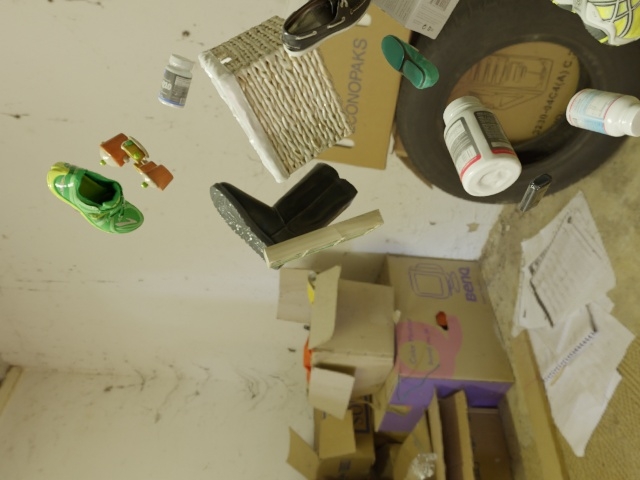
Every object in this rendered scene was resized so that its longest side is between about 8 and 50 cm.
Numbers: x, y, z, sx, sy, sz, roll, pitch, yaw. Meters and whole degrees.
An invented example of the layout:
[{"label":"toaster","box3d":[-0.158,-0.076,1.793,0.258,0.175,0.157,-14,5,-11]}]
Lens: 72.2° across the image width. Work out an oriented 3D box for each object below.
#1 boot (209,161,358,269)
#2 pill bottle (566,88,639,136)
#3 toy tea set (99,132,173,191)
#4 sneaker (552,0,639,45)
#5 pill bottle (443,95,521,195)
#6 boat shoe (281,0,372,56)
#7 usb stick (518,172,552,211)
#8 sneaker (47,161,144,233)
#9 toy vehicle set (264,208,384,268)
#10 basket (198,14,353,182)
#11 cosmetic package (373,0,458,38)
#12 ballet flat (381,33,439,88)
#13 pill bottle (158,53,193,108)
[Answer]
[{"label":"boot","box3d":[-0.120,-0.163,1.587,0.445,0.367,0.146,-43,6,-28]},{"label":"pill bottle","box3d":[0.640,-0.281,0.972,0.160,0.087,0.087,-127,36,-57]},{"label":"toy tea set","box3d":[-0.614,-0.239,1.437,0.336,0.124,0.200,24,155,52]},{"label":"sneaker","box3d":[0.611,-0.528,0.906,0.147,0.385,0.145,-23,65,56]},{"label":"pill bottle","box3d":[0.506,-0.316,1.423,0.176,0.177,0.318,96,168,-56]},{"label":"boat shoe","box3d":[0.009,-0.259,0.495,0.046,0.125,0.038,56,177,8]},{"label":"usb stick","box3d":[0.758,-0.165,1.557,0.045,0.077,0.278,64,-171,19]},{"label":"sneaker","box3d":[-0.562,-0.095,1.146,0.295,0.124,0.109,51,-129,-61]},{"label":"toy vehicle set","box3d":[0.000,0.000,1.017,0.166,0.267,0.035,132,119,-81]},{"label":"basket","box3d":[-0.126,-0.406,1.223,0.331,0.267,0.328,58,178,-39]},{"label":"cosmetic package","box3d":[0.274,-0.710,1.269,0.183,0.151,0.151,53,129,30]},{"label":"ballet flat","box3d":[0.276,-0.542,1.336,0.247,0.087,0.083,61,148,32]},{"label":"pill bottle","box3d":[-0.422,-0.467,1.288,0.078,0.078,0.137,-91,22,-65]}]
